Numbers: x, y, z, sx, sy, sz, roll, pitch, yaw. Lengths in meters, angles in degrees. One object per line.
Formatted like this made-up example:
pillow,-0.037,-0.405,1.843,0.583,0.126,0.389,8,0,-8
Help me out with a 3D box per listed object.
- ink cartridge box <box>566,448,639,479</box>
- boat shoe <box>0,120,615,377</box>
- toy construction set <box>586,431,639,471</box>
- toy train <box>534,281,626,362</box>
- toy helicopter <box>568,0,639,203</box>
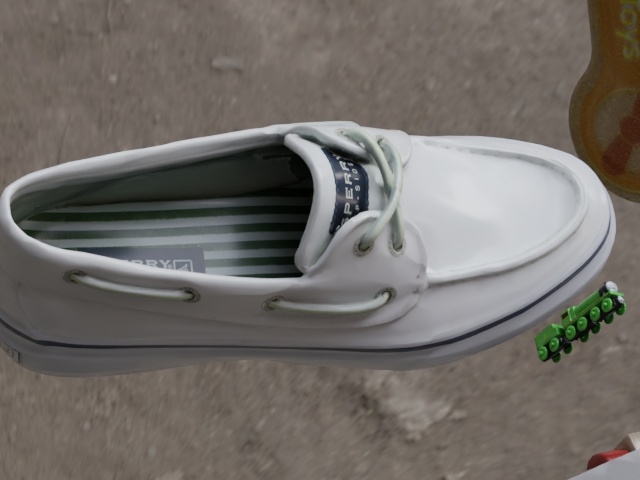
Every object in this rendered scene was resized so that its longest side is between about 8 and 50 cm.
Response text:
ink cartridge box,0.225,0.253,0.774,0.226,0.131,0.306,35,38,-40
boat shoe,0.000,0.000,0.613,0.226,0.076,0.083,-12,63,-15
toy construction set,0.250,0.248,1.382,0.309,0.237,0.257,-36,95,-24
toy train,0.169,0.053,1.192,0.017,0.083,0.024,13,52,-31
toy helicopter,0.164,-0.182,0.851,0.140,0.235,0.355,-36,126,-47
